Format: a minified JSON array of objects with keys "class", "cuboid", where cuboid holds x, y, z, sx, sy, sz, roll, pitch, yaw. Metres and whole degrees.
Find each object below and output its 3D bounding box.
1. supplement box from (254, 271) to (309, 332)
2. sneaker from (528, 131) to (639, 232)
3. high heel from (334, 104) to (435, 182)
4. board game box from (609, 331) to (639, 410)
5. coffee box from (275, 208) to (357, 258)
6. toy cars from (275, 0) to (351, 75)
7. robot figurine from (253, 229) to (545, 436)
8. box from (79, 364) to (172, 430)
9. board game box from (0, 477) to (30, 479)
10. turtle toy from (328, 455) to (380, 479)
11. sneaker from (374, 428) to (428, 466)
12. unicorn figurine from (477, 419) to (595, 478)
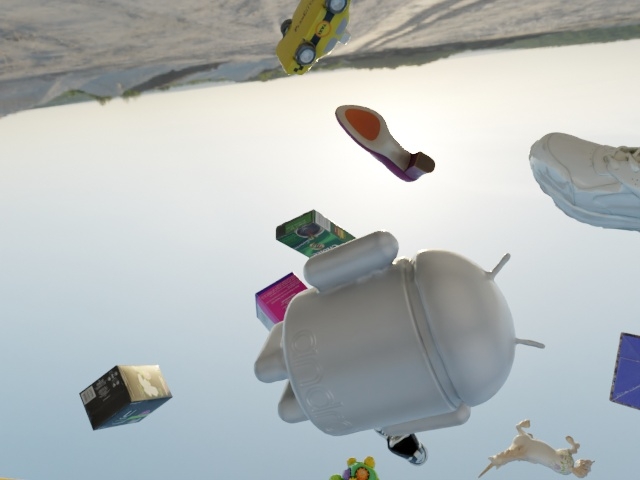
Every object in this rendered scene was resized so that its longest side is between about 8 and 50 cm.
[{"class":"supplement box","cuboid":[-0.042,0.197,1.027,0.114,0.111,0.220,-30,-120,-26]},{"class":"sneaker","cuboid":[0.309,-0.055,0.397,0.232,0.115,0.090,29,-121,18]},{"class":"high heel","cuboid":[0.183,-0.302,1.465,0.127,0.377,0.181,-60,-165,-12]},{"class":"board game box","cuboid":[0.758,0.288,0.905,0.232,0.141,0.291,9,175,45]},{"class":"coffee box","cuboid":[0.000,0.000,1.024,0.113,0.184,0.040,-23,-126,31]},{"class":"toy cars","cuboid":[0.024,-0.466,0.745,0.087,0.393,0.176,9,-178,-38]},{"class":"robot figurine","cuboid":[0.092,0.133,0.589,0.353,0.300,0.200,-22,-160,19]},{"class":"box","cuboid":[-0.241,0.194,0.560,0.062,0.052,0.083,-37,158,5]},{"class":"board game box","cuboid":[-0.476,0.355,0.449,0.316,0.242,0.064,26,180,-31]},{"class":"turtle toy","cuboid":[0.078,0.547,1.013,0.130,0.095,0.066,-22,168,32]},{"class":"sneaker","cuboid":[0.227,0.590,1.386,0.094,0.153,0.235,-39,-123,-8]},{"class":"unicorn figurine","cuboid":[0.349,0.345,0.731,0.162,0.060,0.111,-6,-176,35]}]
